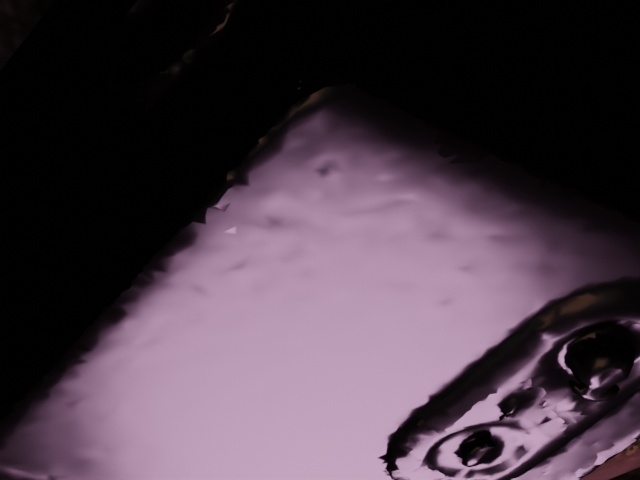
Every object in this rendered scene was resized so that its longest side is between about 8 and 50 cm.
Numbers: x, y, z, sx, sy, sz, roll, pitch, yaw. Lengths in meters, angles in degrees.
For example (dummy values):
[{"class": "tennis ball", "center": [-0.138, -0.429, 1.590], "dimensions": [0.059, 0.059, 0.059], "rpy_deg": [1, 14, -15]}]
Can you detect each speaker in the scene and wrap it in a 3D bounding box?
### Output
[{"class": "speaker", "center": [0.000, 0.000, 0.589], "dimensions": [0.232, 0.184, 0.254], "rpy_deg": [22, 131, -33]}]

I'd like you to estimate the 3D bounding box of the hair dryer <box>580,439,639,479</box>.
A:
[{"class": "hair dryer", "center": [0.066, 0.126, 0.744], "dimensions": [0.344, 0.189, 0.106], "rpy_deg": [-24, 127, 9]}]
